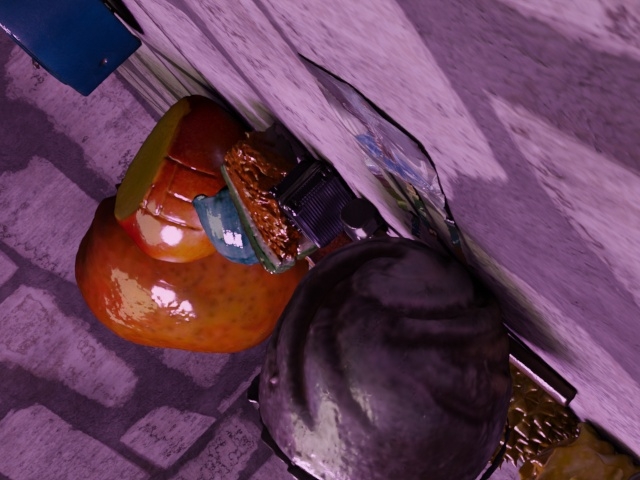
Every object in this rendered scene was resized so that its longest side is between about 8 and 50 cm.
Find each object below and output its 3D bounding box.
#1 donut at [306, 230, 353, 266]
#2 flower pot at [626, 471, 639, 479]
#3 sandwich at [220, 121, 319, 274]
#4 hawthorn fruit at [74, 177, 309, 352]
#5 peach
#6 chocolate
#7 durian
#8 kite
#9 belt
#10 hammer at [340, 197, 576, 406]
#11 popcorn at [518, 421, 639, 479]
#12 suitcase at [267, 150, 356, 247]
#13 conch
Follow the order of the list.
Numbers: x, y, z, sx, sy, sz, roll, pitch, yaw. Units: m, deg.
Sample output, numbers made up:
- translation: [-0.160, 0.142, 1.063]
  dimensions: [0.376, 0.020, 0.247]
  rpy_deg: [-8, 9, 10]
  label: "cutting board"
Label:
- translation: [0.000, 0.001, 1.880]
  dimensions: [0.141, 0.085, 0.217]
  rpy_deg: [43, 177, 17]
  label: "donut"
- translation: [0.413, 0.373, 1.008]
  dimensions: [0.367, 0.164, 0.254]
  rpy_deg: [40, 179, 38]
  label: "flower pot"
- translation: [-0.054, -0.061, 1.473]
  dimensions: [0.185, 0.109, 0.160]
  rpy_deg: [64, 158, 6]
  label: "sandwich"
- translation: [-0.241, 0.025, 2.122]
  dimensions: [0.472, 0.472, 0.472]
  rpy_deg: [44, 176, 4]
  label: "hawthorn fruit"
- translation: [-0.209, -0.108, 1.778]
  dimensions: [0.245, 0.275, 0.249]
  rpy_deg: [-1, -137, -38]
  label: "peach"
- translation: [0.076, 0.114, 1.165]
  dimensions: [0.303, 0.303, 0.213]
  rpy_deg: [41, 141, 37]
  label: "chocolate"
- translation: [0.210, 0.197, 1.481]
  dimensions: [0.306, 0.172, 0.166]
  rpy_deg: [23, -152, 28]
  label: "durian"
- translation: [0.083, -0.051, 1.007]
  dimensions: [0.169, 0.015, 0.310]
  rpy_deg: [40, 173, 41]
  label: "kite"
- translation: [-0.467, -0.406, 1.757]
  dimensions: [0.300, 0.173, 0.436]
  rpy_deg: [46, 176, 18]
  label: "belt"
- translation: [0.170, 0.077, 1.331]
  dimensions: [0.365, 0.043, 0.111]
  rpy_deg: [40, 173, 23]
  label: "hammer"
- translation: [0.344, 0.320, 1.362]
  dimensions: [0.173, 0.142, 0.173]
  rpy_deg: [30, 142, 27]
  label: "popcorn"
- translation: [-0.006, -0.050, 1.390]
  dimensions: [0.059, 0.086, 0.126]
  rpy_deg: [43, 176, 38]
  label: "suitcase"
- translation: [-0.082, -0.043, 1.639]
  dimensions: [0.134, 0.202, 0.196]
  rpy_deg: [63, 169, 0]
  label: "conch"
